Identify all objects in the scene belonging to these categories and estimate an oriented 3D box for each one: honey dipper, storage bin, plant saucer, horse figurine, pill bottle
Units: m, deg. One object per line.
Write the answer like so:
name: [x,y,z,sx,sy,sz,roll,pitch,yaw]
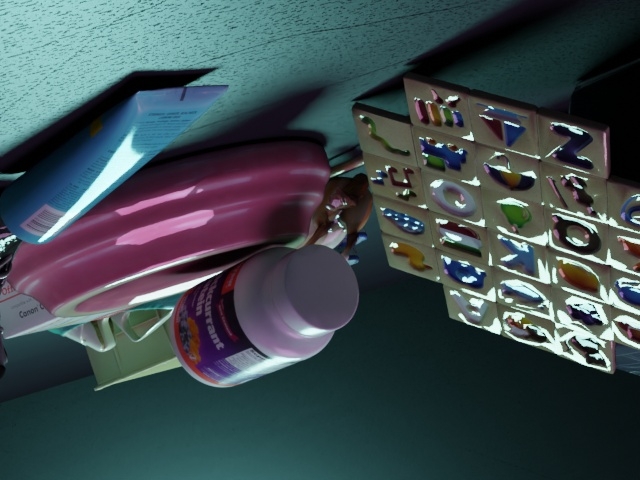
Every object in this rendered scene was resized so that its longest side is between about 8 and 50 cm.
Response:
honey dipper: [0.040,-0.081,1.405,0.030,0.030,0.161,-12,175,-42]
storage bin: [-0.161,0.097,1.948,0.260,0.123,0.262,-24,171,41]
plant saucer: [-0.143,-0.002,1.330,0.332,0.084,0.332,-17,174,-2]
horse figurine: [-0.009,-0.006,1.535,0.263,0.066,0.174,-42,-163,49]
pill bottle: [-0.051,0.067,1.309,0.108,0.108,0.193,-13,171,-38]

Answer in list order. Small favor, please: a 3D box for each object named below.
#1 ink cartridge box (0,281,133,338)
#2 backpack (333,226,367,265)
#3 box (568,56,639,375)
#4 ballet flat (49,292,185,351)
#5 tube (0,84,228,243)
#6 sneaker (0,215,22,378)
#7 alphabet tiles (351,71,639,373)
ink cartridge box: [-0.273,0.054,1.518,0.115,0.067,0.198,-22,172,38]
backpack: [0.000,0.000,1.720,0.105,0.084,0.114,-20,176,36]
box: [0.550,-0.009,1.299,0.472,0.297,0.480,16,161,-27]
ballet flat: [-0.265,0.094,1.787,0.247,0.087,0.083,-21,173,27]
tube: [-0.154,-0.059,0.992,0.207,0.052,0.080,-30,171,42]
sneaker: [-0.280,0.050,1.177,0.086,0.132,0.229,-13,173,-33]
alphabet tiles: [0.170,-0.006,1.210,0.285,0.011,0.342,18,149,25]
